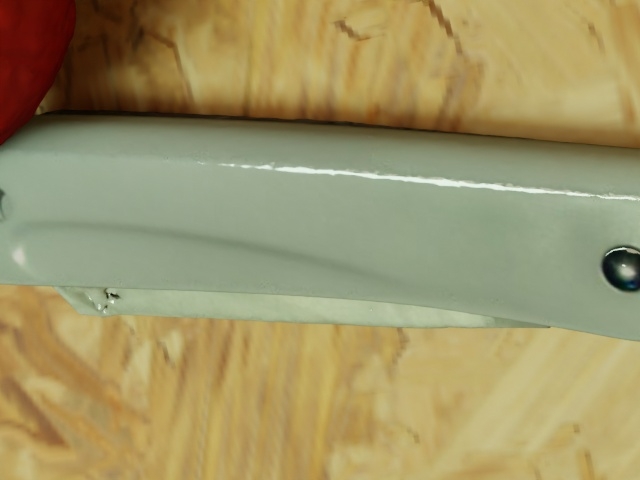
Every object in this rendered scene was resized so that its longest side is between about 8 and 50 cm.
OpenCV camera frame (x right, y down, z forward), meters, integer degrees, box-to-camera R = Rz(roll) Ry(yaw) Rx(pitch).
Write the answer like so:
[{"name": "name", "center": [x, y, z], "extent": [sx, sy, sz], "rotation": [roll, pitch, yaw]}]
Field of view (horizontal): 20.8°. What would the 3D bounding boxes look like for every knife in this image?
[{"name": "knife", "center": [0.000, -0.003, 0.550], "extent": [0.265, 0.040, 0.073], "rotation": [3, 111, 26]}]

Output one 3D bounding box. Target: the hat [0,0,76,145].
[{"name": "hat", "center": [-0.173, -0.169, 0.501], "extent": [0.274, 0.242, 0.332], "rotation": [-2, 105, 39]}]
